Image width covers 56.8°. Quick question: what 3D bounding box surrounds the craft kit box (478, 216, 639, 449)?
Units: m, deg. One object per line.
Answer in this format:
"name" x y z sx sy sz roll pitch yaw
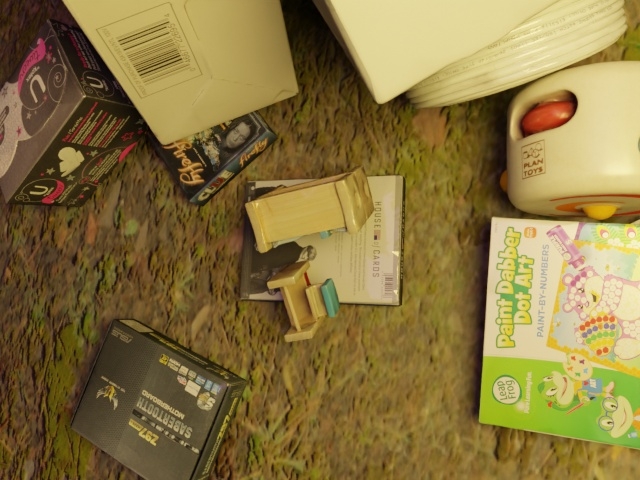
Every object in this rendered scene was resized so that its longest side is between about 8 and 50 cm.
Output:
"craft kit box" 0.315 0.101 0.677 0.247 0.061 0.249 3 91 24

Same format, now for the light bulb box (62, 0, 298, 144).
"light bulb box" -0.206 -0.388 0.768 0.225 0.358 0.361 -21 69 -3

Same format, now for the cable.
"cable" 0.208 -0.226 0.676 0.257 0.257 0.089 -15 106 25

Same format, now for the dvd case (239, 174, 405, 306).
"dvd case" 0.000 0.000 0.842 0.239 0.029 0.179 0 82 20

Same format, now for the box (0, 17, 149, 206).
"box" -0.405 -0.190 0.936 0.247 0.142 0.163 -40 70 26

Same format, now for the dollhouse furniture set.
"dollhouse furniture set" 0.007 0.013 0.771 0.129 0.129 0.183 -12 102 18

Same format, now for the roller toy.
"roller toy" 0.302 -0.095 0.651 0.209 0.191 0.146 0 83 21

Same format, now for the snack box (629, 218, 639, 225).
"snack box" 0.396 0.000 0.693 0.178 0.022 0.064 -29 75 15

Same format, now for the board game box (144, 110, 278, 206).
"board game box" -0.199 -0.200 0.939 0.165 0.042 0.243 -41 71 11

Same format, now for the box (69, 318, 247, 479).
"box" -0.245 0.245 0.884 0.233 0.059 0.183 23 92 23

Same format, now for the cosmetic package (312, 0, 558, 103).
"cosmetic package" 0.059 -0.368 0.628 0.230 0.161 0.453 -30 46 8
